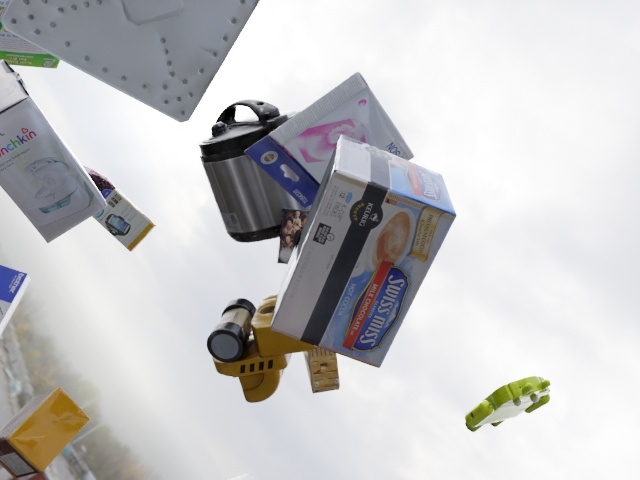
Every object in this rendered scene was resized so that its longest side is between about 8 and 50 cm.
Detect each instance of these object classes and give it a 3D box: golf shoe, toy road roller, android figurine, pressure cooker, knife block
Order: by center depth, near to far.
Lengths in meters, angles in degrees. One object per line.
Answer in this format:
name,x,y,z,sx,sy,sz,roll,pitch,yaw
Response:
golf shoe,-0.602,-0.164,1.698,0.186,0.067,0.086,27,20,-29
toy road roller,-0.119,0.278,1.746,0.202,0.330,0.240,-72,150,-69
android figurine,0.511,0.442,1.812,0.273,0.248,0.056,-56,-135,45
pressure cooker,-0.185,-0.242,2.128,0.375,0.370,0.420,-62,136,-67
knife block,-0.015,0.325,2.145,0.242,0.088,0.275,-173,-104,-80

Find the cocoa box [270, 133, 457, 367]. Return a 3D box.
cocoa box,0.076,0.019,1.278,0.231,0.228,0.347,-81,-167,-66

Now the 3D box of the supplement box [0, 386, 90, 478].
supplement box,-0.785,0.533,1.856,0.194,0.191,0.129,-25,-71,40

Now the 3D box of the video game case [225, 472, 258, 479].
video game case,-0.200,0.605,1.435,0.269,0.244,0.061,9,-77,57

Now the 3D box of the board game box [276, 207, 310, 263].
board game box,0.000,0.000,1.980,0.042,0.243,0.165,156,-60,-80

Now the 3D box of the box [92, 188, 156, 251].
box,-0.442,-0.050,1.487,0.136,0.081,0.028,44,5,-2

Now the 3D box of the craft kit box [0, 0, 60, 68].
craft kit box,-0.685,-0.499,1.519,0.246,0.250,0.061,-45,-115,38

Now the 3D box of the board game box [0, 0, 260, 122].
board game box,-0.328,-0.476,1.266,0.390,0.390,0.050,26,13,-36

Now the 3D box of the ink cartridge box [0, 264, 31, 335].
ink cartridge box,-0.871,0.171,1.790,0.097,0.207,0.046,19,-28,-1

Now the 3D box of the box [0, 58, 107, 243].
box,-0.510,-0.163,1.162,0.262,0.127,0.231,41,-18,48

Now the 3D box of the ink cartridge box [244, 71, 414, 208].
ink cartridge box,0.033,-0.213,1.654,0.324,0.330,0.071,40,19,-54
